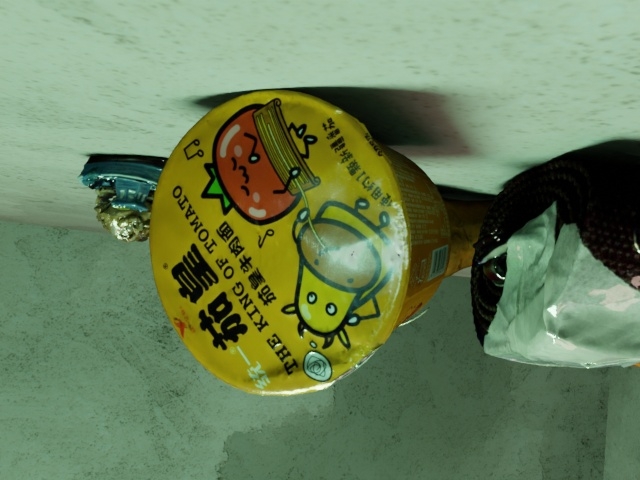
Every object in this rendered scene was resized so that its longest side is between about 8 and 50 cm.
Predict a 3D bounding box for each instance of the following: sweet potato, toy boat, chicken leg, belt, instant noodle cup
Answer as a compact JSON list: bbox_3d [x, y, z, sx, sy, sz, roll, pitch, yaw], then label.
[{"bbox_3d":[0.109,-0.001,0.804,0.359,0.112,0.112,-18,-178,-15],"label":"sweet potato"},{"bbox_3d":[-0.212,-0.064,0.794,0.137,0.060,0.060,4,175,13],"label":"toy boat"},{"bbox_3d":[-0.271,-0.043,1.104,0.125,0.080,0.196,15,-172,31],"label":"chicken leg"},{"bbox_3d":[0.220,0.023,0.634,0.164,0.184,0.289,11,170,-4],"label":"belt"},{"bbox_3d":[0.000,0.000,0.552,0.216,0.215,0.172,3,-176,28],"label":"instant noodle cup"}]

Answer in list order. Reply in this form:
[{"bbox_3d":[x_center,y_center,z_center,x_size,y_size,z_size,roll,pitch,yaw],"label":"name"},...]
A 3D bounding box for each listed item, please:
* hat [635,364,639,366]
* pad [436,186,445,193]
[{"bbox_3d":[0.397,0.046,0.797,0.285,0.285,0.400,11,-160,-48],"label":"hat"},{"bbox_3d":[0.003,-0.068,0.846,0.266,0.002,0.176,6,175,-10],"label":"pad"}]
